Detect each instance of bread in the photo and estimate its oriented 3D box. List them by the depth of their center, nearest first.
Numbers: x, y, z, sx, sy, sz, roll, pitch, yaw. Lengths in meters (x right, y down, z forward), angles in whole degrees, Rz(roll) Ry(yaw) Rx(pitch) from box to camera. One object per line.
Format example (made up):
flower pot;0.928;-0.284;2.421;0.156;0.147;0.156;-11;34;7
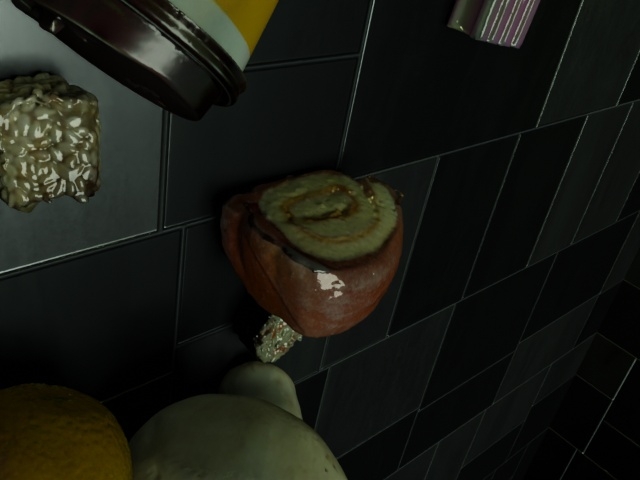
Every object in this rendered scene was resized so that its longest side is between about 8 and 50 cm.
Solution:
bread;0.009;0.008;0.863;0.244;0.190;0.123;-23;149;-41

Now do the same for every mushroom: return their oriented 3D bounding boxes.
mushroom;-0.119;0.308;0.841;0.315;0.356;0.315;-19;149;-12

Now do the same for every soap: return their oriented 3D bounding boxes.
soap;0.256;-0.366;0.912;0.122;0.065;0.203;-8;126;-45

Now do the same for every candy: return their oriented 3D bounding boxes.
candy;-0.236;-0.082;0.585;0.095;0.085;0.110;-17;122;-32

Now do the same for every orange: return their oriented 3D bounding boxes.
orange;-0.300;0.265;0.694;0.236;0.236;0.236;-30;139;-29

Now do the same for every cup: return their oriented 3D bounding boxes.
cup;-0.094;-0.243;0.529;0.280;0.196;0.196;-59;146;-6

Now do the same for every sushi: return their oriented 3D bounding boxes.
sushi;-0.055;0.094;0.948;0.150;0.078;0.090;-57;145;7
